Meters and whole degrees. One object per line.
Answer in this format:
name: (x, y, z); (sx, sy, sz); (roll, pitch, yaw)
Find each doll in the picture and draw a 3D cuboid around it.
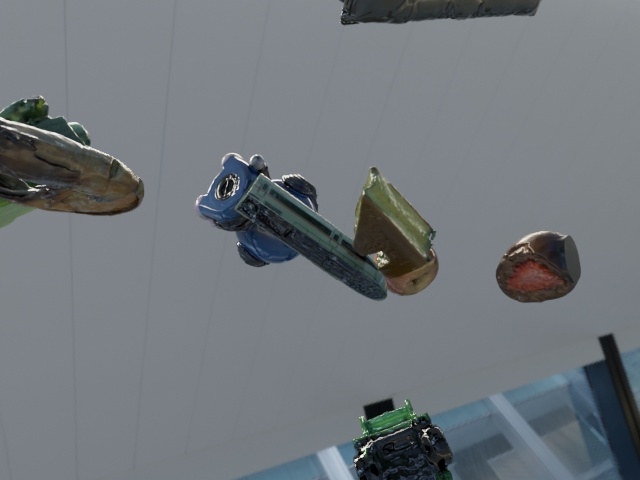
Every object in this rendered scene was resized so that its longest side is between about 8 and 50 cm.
doll: (-0.147, -0.071, 1.397); (0.284, 0.240, 0.310); (-50, -44, 4)

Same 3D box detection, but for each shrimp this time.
shrimp: (-0.376, -0.091, 0.664); (0.178, 0.075, 0.289); (-21, -21, 33)

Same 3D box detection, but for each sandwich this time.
sandwich: (0.127, -0.036, 1.058); (0.128, 0.122, 0.236); (-25, -51, 30)

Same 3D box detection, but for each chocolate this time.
chocolate: (0.373, 0.048, 0.900); (0.133, 0.124, 0.127); (-10, -5, 36)

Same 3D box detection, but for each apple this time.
apple: (0.259, 0.072, 1.599); (0.210, 0.164, 0.209); (-23, -41, -21)

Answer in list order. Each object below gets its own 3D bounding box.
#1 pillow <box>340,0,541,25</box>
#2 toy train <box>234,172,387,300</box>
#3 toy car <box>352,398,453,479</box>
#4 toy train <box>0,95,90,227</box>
pillow: (0.187, -0.403, 0.667); (0.327, 0.101, 0.228); (-8, -40, -16)
toy train: (0.000, 0.000, 1.199); (0.407, 0.088, 0.086); (36, -38, -13)
toy car: (0.206, 0.547, 1.171); (0.214, 0.358, 0.176); (-22, -25, -1)
toy train: (-0.630, -0.104, 0.944); (0.273, 0.179, 0.442); (-31, 10, 31)
